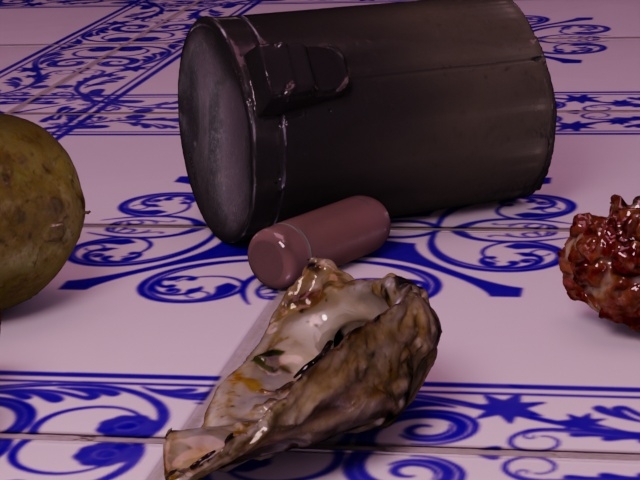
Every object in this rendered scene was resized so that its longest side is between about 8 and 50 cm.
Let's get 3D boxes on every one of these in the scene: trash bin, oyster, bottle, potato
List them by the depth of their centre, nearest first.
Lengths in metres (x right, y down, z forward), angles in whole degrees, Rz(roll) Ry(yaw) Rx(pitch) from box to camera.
[{"bbox_3d":[-0.016,0.097,1.094,0.166,0.094,0.294,-13,17,38],"label":"oyster"},{"bbox_3d":[-0.336,-0.027,1.382,0.307,0.173,0.210,7,21,36],"label":"potato"},{"bbox_3d":[0.000,0.000,1.447,0.053,0.053,0.140,10,21,37],"label":"bottle"},{"bbox_3d":[0.044,-0.116,1.579,0.302,0.203,0.252,-8,-19,-22],"label":"trash bin"}]

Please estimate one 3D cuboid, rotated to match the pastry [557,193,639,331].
[{"bbox_3d":[0.280,0.018,1.256,0.209,0.115,0.097,-1,28,-1],"label":"pastry"}]
